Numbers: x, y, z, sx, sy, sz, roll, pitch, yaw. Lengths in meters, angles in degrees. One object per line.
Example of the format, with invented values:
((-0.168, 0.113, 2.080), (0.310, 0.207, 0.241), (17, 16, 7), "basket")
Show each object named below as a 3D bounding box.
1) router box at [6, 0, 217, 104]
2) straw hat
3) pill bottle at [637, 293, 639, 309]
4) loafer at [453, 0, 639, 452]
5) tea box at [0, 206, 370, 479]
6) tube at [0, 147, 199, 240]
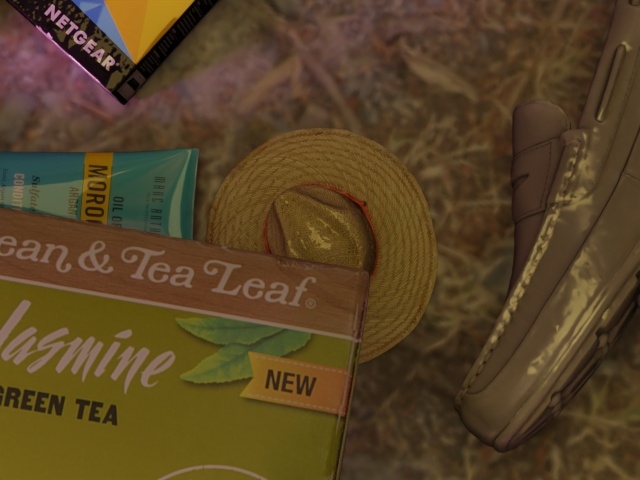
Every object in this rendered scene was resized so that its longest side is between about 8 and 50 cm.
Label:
((-0.141, -0.189, 1.064), (0.179, 0.046, 0.133), (41, 88, 8), "router box")
((0.000, 0.000, 1.023), (0.144, 0.061, 0.145), (-1, 84, 5), "straw hat")
((0.353, -0.030, 0.922), (0.363, 0.210, 0.210), (-42, 82, 0), "pill bottle")
((0.151, -0.035, 0.996), (0.111, 0.112, 0.319), (28, 79, 13), "loafer")
((-0.164, 0.164, 0.900), (0.329, 0.220, 0.324), (9, 71, 0), "tea box")
((-0.176, -0.021, 1.052), (0.207, 0.052, 0.080), (4, 95, 0), "tube")
